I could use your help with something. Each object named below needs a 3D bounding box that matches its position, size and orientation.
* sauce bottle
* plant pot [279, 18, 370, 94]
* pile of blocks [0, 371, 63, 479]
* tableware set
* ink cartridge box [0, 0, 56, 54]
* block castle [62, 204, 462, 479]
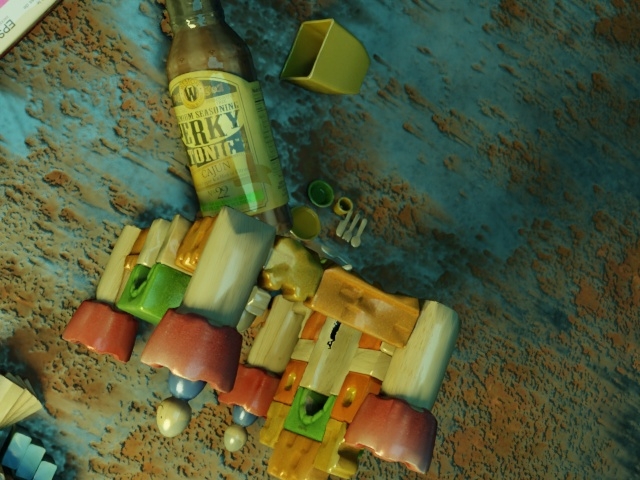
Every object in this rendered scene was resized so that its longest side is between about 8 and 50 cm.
[{"bbox_3d":[-0.124,-0.165,1.250,0.111,0.111,0.344,-18,99,-18],"label":"sauce bottle"},{"bbox_3d":[0.013,-0.222,1.314,0.083,0.081,0.081,25,85,-31],"label":"plant pot"},{"bbox_3d":[-0.371,0.247,1.185,0.149,0.113,0.362,-32,104,-15],"label":"pile of blocks"},{"bbox_3d":[0.000,0.000,1.322,0.104,0.024,0.154,34,60,-12],"label":"tableware set"},{"bbox_3d":[-0.336,-0.265,1.117,0.234,0.193,0.088,-47,108,-11],"label":"ink cartridge box"},{"bbox_3d":[-0.083,0.125,1.109,0.303,0.453,0.212,26,78,-21],"label":"block castle"}]
